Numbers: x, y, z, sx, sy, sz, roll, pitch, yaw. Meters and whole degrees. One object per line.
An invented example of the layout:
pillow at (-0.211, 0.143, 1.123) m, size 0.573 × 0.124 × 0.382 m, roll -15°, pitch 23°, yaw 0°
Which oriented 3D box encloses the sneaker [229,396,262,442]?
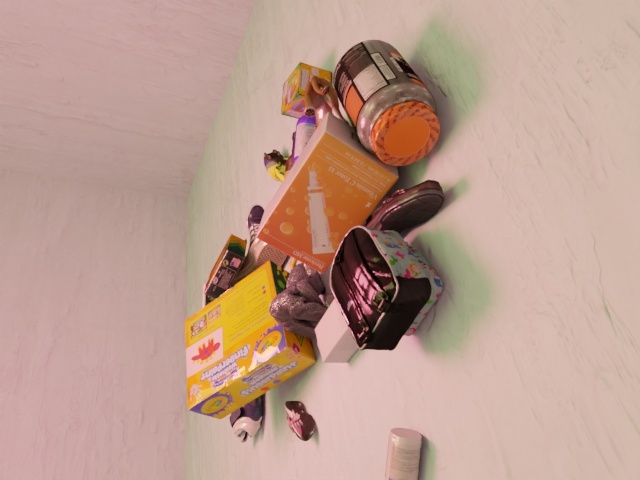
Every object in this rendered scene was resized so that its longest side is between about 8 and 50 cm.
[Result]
sneaker at (-0.350, 0.706, 1.957) m, size 0.323 × 0.130 × 0.236 m, roll -19°, pitch 65°, yaw 49°

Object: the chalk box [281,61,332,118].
chalk box at (-0.064, -0.530, 1.742) m, size 0.213 × 0.132 × 0.132 m, roll -26°, pitch 59°, yaw 61°

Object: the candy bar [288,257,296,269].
candy bar at (-0.086, 0.035, 1.759) m, size 0.040 × 0.018 × 0.161 m, roll -116°, pitch 40°, yaw -49°

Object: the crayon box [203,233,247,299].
crayon box at (-0.382, 0.098, 1.937) m, size 0.202 × 0.081 × 0.318 m, roll -61°, pitch 12°, yaw 8°

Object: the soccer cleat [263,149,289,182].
soccer cleat at (-0.155, -0.284, 1.950) m, size 0.289 × 0.094 × 0.121 m, roll 47°, pitch 155°, yaw 54°

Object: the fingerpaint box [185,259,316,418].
fingerpaint box at (-0.262, 0.349, 1.662) m, size 0.445 × 0.163 × 0.371 m, roll -36°, pitch 44°, yaw 18°

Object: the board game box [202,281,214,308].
board game box at (-0.430, 0.421, 2.100) m, size 0.390 × 0.051 × 0.389 m, roll 68°, pitch -163°, yaw -67°

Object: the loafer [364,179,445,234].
loafer at (0.180, -0.073, 1.131) m, size 0.302 × 0.109 × 0.095 m, roll 134°, pitch 142°, yaw -56°

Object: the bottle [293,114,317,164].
bottle at (-0.034, -0.282, 1.622) m, size 0.092 × 0.118 × 0.282 m, roll -13°, pitch 70°, yaw 63°

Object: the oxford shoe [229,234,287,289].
oxford shoe at (-0.252, 0.100, 1.927) m, size 0.449 × 0.169 × 0.130 m, roll -54°, pitch 34°, yaw 37°

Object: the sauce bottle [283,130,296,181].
sauce bottle at (-0.078, -0.225, 1.708) m, size 0.111 × 0.112 × 0.343 m, roll -17°, pitch 69°, yaw 63°

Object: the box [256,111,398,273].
box at (0.014, -0.120, 1.247) m, size 0.345 × 0.215 × 0.168 m, roll -54°, pitch 15°, yaw 28°

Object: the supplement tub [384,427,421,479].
supplement tub at (0.177, 0.466, 1.012) m, size 0.071 × 0.071 × 0.107 m, roll 3°, pitch 85°, yaw 65°

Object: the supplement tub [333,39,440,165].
supplement tub at (0.157, -0.333, 1.146) m, size 0.193 × 0.194 × 0.315 m, roll -61°, pitch 33°, yaw 38°

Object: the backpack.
backpack at (0.133, 0.093, 1.070) m, size 0.253 × 0.191 × 0.225 m, roll 57°, pitch 133°, yaw 43°

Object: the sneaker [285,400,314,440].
sneaker at (-0.065, 0.588, 1.512) m, size 0.178 × 0.072 × 0.077 m, roll -139°, pitch 48°, yaw -70°

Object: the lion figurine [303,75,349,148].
lion figurine at (0.018, -0.356, 1.385) m, size 0.392 × 0.142 × 0.240 m, roll 85°, pitch 177°, yaw -56°

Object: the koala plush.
koala plush at (-0.053, 0.157, 1.480) m, size 0.196 × 0.204 × 0.221 m, roll 127°, pitch 154°, yaw -45°

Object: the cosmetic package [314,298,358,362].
cosmetic package at (0.072, 0.226, 1.293) m, size 0.117 × 0.086 × 0.231 m, roll -106°, pitch 32°, yaw -41°

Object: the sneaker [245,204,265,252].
sneaker at (-0.261, -0.016, 2.044) m, size 0.153 × 0.099 × 0.281 m, roll -171°, pitch 82°, yaw -70°
